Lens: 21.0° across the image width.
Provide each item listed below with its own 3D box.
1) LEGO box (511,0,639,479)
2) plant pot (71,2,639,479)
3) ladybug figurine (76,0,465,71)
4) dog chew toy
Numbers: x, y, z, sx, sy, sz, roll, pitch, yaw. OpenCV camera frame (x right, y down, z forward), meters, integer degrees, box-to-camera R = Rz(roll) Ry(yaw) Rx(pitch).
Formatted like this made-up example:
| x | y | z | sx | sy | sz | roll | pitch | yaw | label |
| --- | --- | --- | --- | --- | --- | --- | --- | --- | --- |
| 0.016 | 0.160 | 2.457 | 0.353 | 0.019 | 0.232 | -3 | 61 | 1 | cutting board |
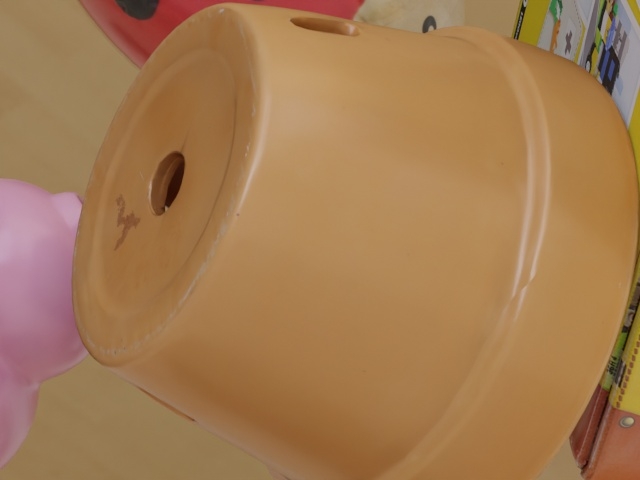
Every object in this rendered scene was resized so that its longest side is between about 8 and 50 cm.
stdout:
| x | y | z | sx | sy | sz | roll | pitch | yaw | label |
| --- | --- | --- | --- | --- | --- | --- | --- | --- | --- |
| 0.258 | -0.163 | 0.961 | 0.193 | 0.372 | 0.500 | 5 | 126 | -8 | LEGO box |
| 0.000 | 0.000 | 0.934 | 0.203 | 0.291 | 0.291 | 20 | 137 | -30 | plant pot |
| -0.076 | -0.263 | 1.560 | 0.449 | 0.162 | 0.305 | 34 | 102 | 3 | ladybug figurine |
| -0.270 | 0.085 | 1.056 | 0.332 | 0.206 | 0.206 | -37 | 130 | 1 | dog chew toy |
